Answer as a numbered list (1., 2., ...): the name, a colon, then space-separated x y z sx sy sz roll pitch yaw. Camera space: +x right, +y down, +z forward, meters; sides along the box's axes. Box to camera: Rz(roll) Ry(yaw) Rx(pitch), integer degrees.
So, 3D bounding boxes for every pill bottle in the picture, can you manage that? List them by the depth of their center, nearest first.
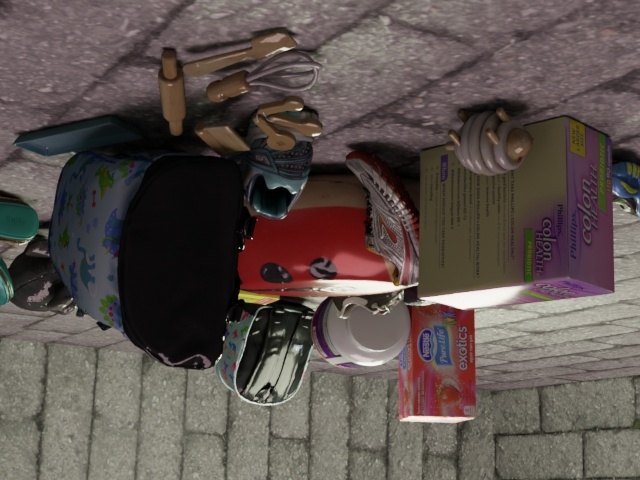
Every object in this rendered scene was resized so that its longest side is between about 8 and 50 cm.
1. pill bottle: 0.090 0.186 2.499 0.181 0.181 0.323 5 171 -10

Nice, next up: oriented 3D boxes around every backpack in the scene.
1. backpack: -0.245 -0.008 1.598 0.273 0.290 0.355 5 -167 -10
2. backpack: -0.139 0.266 2.781 0.225 0.253 0.191 11 -176 -37

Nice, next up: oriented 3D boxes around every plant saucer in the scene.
1. plant saucer: -0.336 -0.144 1.584 0.192 0.018 0.067 -6 165 33

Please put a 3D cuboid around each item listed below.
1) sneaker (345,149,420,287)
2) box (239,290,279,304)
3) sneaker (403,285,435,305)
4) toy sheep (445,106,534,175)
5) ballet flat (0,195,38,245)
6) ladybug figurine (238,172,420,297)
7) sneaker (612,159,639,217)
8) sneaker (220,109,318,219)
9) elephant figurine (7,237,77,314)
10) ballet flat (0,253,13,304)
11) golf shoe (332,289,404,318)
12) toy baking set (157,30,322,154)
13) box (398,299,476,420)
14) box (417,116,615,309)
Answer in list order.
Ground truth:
1. sneaker: 0.093 -0.026 1.626 0.093 0.225 0.088 -27 -164 12
2. box: -0.208 0.093 2.471 0.232 0.058 0.087 9 164 -27
3. sneaker: 0.242 0.015 1.850 0.112 0.131 0.319 -1 161 -39
4. toy sheep: 0.210 -0.124 1.441 0.091 0.091 0.132 15 175 -43
5. ballet flat: -0.606 -0.046 1.871 0.106 0.107 0.316 2 167 33
6. ladybug figurine: 0.000 0.000 1.820 0.449 0.162 0.305 -3 166 22
7. sneaker: 0.432 -0.082 1.647 0.078 0.067 0.188 19 179 33
8. sneaker: -0.080 -0.085 1.561 0.110 0.122 0.283 6 166 -11
9. elephant figurine: -0.485 0.049 2.159 0.169 0.186 0.239 34 149 -26
10. ballet flat: -0.626 0.017 2.066 0.083 0.087 0.247 -12 139 19
11. golf shoe: 0.146 0.090 2.275 0.273 0.120 0.105 -8 162 32
12. toy baking set: -0.095 -0.176 1.340 0.197 0.030 0.256 3 152 3
13. box: 0.252 0.243 2.503 0.142 0.300 0.154 3 168 -7
14. box: 0.260 -0.029 1.542 0.243 0.213 0.117 -11 161 43
